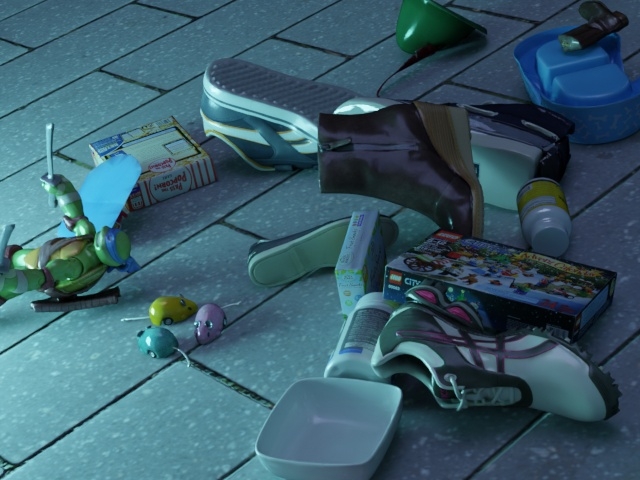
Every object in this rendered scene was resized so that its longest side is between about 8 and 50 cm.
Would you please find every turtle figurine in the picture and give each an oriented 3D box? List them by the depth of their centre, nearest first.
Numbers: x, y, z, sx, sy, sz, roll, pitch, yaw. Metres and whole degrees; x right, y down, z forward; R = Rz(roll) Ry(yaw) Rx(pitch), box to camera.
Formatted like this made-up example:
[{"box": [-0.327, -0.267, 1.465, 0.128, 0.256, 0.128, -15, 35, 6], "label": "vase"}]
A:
[{"box": [-0.401, -0.005, 1.799, 0.266, 0.274, 0.198, -24, 58, 25], "label": "turtle figurine"}]

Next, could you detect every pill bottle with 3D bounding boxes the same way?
[{"box": [0.057, 0.124, 1.572, 0.078, 0.078, 0.137, -1, 33, 18], "label": "pill bottle"}, {"box": [0.289, -0.027, 1.754, 0.065, 0.065, 0.116, -8, 31, 7], "label": "pill bottle"}]

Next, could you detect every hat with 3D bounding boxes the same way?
[{"box": [0.161, -0.325, 2.339, 0.208, 0.184, 0.173, 18, 14, -44], "label": "hat"}]

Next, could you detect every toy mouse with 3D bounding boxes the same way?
[{"box": [-0.177, 0.109, 1.725, 0.161, 0.031, 0.143, -13, 30, -2], "label": "toy mouse"}]

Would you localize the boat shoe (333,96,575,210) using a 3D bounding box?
[{"box": [0.195, -0.144, 1.930, 0.340, 0.127, 0.158, 21, 36, 24], "label": "boat shoe"}]

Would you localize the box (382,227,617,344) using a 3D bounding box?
[{"box": [0.211, 0.052, 1.599, 0.233, 0.044, 0.159, 15, 24, 24], "label": "box"}]

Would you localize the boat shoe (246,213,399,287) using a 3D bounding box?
[{"box": [0.000, 0.000, 1.804, 0.206, 0.075, 0.065, -18, 34, 0], "label": "boat shoe"}]

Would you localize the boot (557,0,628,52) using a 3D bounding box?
[{"box": [0.401, -0.329, 2.108, 0.114, 0.037, 0.106, -30, 32, -21], "label": "boot"}]

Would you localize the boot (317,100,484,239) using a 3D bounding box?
[{"box": [0.102, -0.066, 1.772, 0.206, 0.090, 0.249, -5, 64, -2], "label": "boot"}]

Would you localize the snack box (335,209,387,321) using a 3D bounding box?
[{"box": [0.053, 0.039, 1.692, 0.037, 0.100, 0.141, -3, 32, 14], "label": "snack box"}]

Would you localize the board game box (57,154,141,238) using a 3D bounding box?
[{"box": [-0.316, -0.048, 2.005, 0.133, 0.033, 0.169, 3, 61, 46], "label": "board game box"}]

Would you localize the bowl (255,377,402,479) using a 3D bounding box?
[{"box": [0.013, 0.212, 1.466, 0.142, 0.053, 0.142, 3, 34, 23], "label": "bowl"}]

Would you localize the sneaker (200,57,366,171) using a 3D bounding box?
[{"box": [-0.028, -0.168, 2.065, 0.321, 0.127, 0.126, 21, 44, 6], "label": "sneaker"}]

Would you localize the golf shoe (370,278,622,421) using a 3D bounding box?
[{"box": [0.185, 0.147, 1.461, 0.272, 0.105, 0.120, 21, 53, 29], "label": "golf shoe"}]

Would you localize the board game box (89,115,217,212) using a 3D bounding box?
[{"box": [-0.264, -0.124, 2.132, 0.146, 0.045, 0.193, -21, 32, -15], "label": "board game box"}]

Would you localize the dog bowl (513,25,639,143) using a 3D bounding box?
[{"box": [0.396, -0.236, 2.057, 0.165, 0.074, 0.297, -13, 31, -2], "label": "dog bowl"}]
